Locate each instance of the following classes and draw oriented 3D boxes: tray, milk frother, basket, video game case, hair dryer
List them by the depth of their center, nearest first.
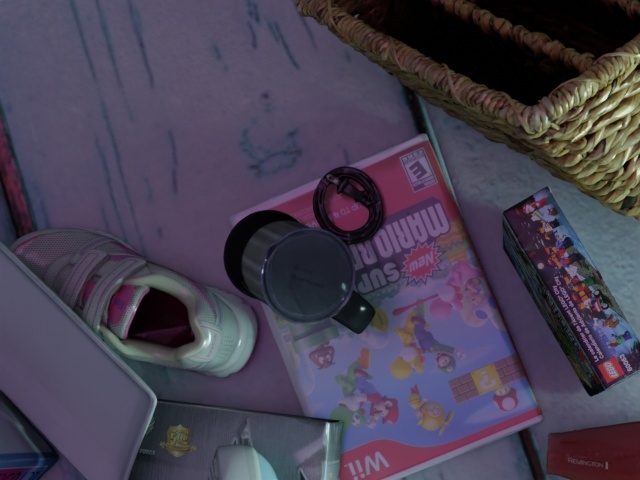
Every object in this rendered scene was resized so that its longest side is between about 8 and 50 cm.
[{"bbox_3d":[0.175,-0.190,1.276,0.299,0.223,0.213,36,95,42],"label":"basket"},{"bbox_3d":[0.314,0.260,1.338,0.293,0.080,0.223,43,94,11],"label":"hair dryer"},{"bbox_3d":[0.000,0.000,1.364,0.129,0.135,0.143,19,92,-19],"label":"milk frother"},{"bbox_3d":[-0.245,0.103,1.411,0.270,0.030,0.145,41,128,24],"label":"tray"},{"bbox_3d":[0.058,0.070,1.430,0.204,0.025,0.285,-23,82,7],"label":"video game case"}]

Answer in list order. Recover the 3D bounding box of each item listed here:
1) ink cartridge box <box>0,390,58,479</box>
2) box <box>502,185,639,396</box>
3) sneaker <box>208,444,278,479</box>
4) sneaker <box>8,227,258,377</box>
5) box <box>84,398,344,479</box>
[{"bbox_3d":[-0.458,0.277,1.381,0.395,0.270,0.151,-43,76,4],"label":"ink cartridge box"},{"bbox_3d":[0.209,0.049,1.297,0.044,0.233,0.159,-29,80,3],"label":"box"},{"bbox_3d":[0.003,0.340,1.298,0.150,0.135,0.366,-10,74,-17],"label":"sneaker"},{"bbox_3d":[-0.184,0.050,1.431,0.252,0.111,0.103,17,88,12],"label":"sneaker"},{"bbox_3d":[-0.101,0.241,1.413,0.231,0.056,0.183,5,87,17],"label":"box"}]
